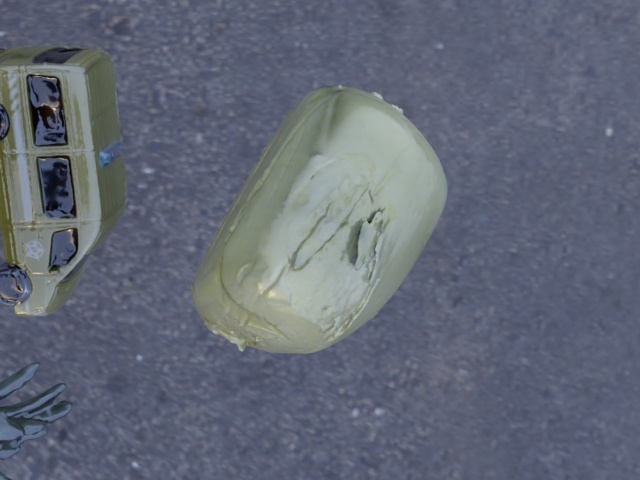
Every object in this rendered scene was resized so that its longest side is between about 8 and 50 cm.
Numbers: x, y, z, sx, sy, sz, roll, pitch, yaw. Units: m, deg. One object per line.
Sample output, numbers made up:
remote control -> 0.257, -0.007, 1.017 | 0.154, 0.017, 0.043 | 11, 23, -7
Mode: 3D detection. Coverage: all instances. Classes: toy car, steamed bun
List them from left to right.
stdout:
toy car -> -0.246, -0.053, 1.238 | 0.101, 0.124, 0.256 | -58, 147, -67
steamed bun -> 0.000, 0.000, 1.171 | 0.166, 0.273, 0.232 | 30, 72, -8

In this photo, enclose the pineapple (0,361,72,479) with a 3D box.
pineapple -> -0.319, 0.094, 0.827 | 0.340, 0.169, 0.169 | 18, 87, -43
